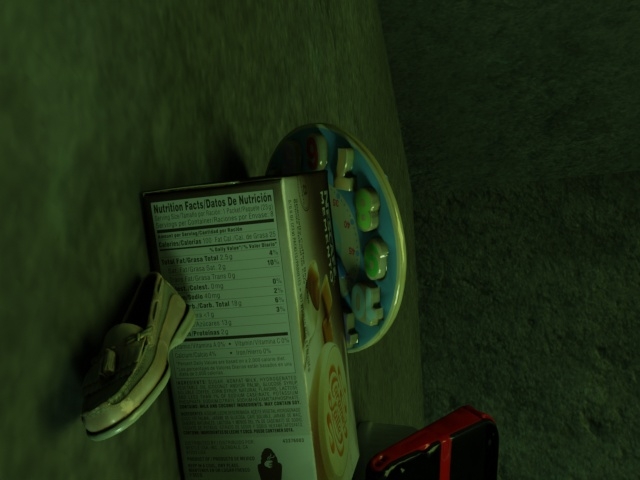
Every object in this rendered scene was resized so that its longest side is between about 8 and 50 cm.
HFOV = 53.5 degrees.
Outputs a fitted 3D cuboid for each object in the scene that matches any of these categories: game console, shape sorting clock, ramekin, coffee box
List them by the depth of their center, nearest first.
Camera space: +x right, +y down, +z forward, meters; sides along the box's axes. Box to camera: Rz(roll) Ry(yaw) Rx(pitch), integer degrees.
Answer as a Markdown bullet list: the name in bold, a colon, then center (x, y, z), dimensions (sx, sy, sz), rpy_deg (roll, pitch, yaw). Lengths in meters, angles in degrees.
- **coffee box**: center (-0.040, 0.076, 0.473), dimensions (0.141, 0.098, 0.246), rpy_deg (-31, 115, -76)
- **shape sorting clock**: center (0.000, 0.000, 0.566), dimensions (0.040, 0.206, 0.206), rpy_deg (-16, 105, -34)
- **game console**: center (0.167, 0.472, 0.979), dimensions (0.342, 0.060, 0.386), rpy_deg (-4, 98, -46)
- **ramekin**: center (0.127, 0.416, 1.093), dimensions (0.207, 0.109, 0.207), rpy_deg (-5, 90, -78)

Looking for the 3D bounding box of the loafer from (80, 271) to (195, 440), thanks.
- **loafer**: center (-0.103, 0.056, 0.344), dimensions (0.039, 0.045, 0.125), rpy_deg (63, 11, -16)
